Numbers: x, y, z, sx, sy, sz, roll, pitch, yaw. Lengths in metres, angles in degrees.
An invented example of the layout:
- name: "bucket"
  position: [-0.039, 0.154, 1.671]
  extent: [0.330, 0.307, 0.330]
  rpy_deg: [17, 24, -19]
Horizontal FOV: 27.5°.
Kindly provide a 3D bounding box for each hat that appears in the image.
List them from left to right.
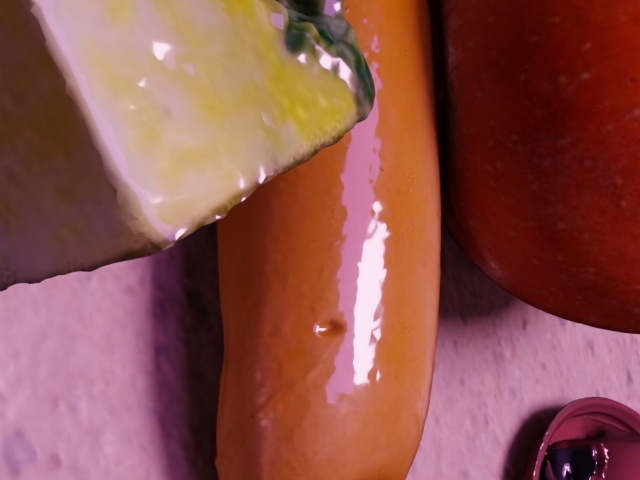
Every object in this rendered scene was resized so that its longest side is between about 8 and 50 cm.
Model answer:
- name: "hat"
  position: [0.216, 0.198, 0.875]
  extent: [0.205, 0.089, 0.205]
  rpy_deg: [20, 62, -43]

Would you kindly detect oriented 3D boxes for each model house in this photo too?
- name: "model house"
  position: [-0.118, -0.100, 0.508]
  extent: [0.170, 0.194, 0.211]
  rpy_deg: [-37, 107, -46]

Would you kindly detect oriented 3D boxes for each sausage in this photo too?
- name: "sausage"
  position: [0.004, 0.000, 0.687]
  extent: [0.134, 0.116, 0.353]
  rpy_deg: [18, 67, -57]

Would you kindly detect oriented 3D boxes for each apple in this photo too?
- name: "apple"
  position: [0.196, -0.111, 0.794]
  extent: [0.348, 0.277, 0.348]
  rpy_deg: [174, -90, -86]
